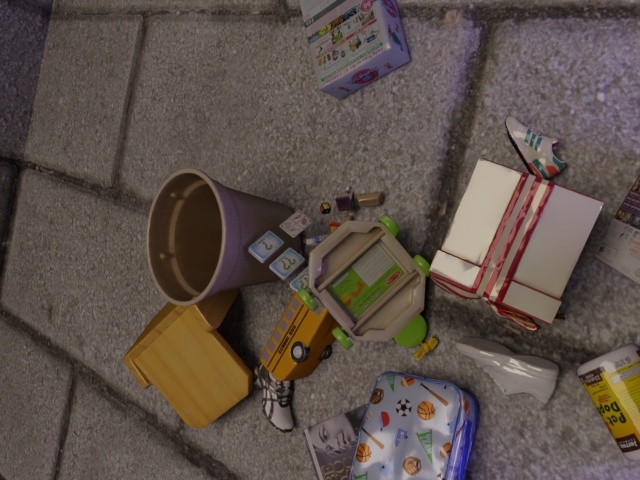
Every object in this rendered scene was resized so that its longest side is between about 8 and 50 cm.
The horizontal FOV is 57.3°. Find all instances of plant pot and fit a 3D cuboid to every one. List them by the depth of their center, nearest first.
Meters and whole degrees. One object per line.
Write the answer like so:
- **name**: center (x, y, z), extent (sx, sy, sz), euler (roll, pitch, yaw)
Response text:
- **plant pot**: center (-0.230, -0.004, 1.517), extent (0.334, 0.305, 0.333), euler (-2, 87, 43)

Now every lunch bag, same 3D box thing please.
- **lunch bag**: center (0.202, 0.440, 1.238), extent (0.243, 0.115, 0.303), euler (4, 71, 36)

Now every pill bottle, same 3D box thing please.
- **pill bottle**: center (0.551, 0.297, 1.015), extent (0.117, 0.117, 0.215), euler (-37, 65, 29)

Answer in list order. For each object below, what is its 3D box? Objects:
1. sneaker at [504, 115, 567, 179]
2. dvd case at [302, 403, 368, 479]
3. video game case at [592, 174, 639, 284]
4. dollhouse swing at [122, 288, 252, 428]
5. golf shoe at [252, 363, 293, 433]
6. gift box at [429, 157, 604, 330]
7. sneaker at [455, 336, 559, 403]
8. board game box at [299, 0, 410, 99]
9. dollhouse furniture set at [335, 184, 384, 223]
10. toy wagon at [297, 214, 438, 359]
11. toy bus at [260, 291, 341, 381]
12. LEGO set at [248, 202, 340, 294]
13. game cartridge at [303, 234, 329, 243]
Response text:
- **sneaker**: center (0.440, -0.197, 1.195), extent (0.075, 0.057, 0.161), euler (-29, 67, 15)
- **dvd case**: center (0.061, 0.514, 1.437), extent (0.221, 0.018, 0.164), euler (-32, 67, 31)
- **video game case**: center (0.580, -0.023, 0.981), extent (0.232, 0.042, 0.210), euler (-104, 37, -73)
- **dollhouse swing**: center (-0.339, 0.306, 1.722), extent (0.305, 0.315, 0.347), euler (42, 118, -11)
- **golf shoe**: center (-0.110, 0.405, 1.543), extent (0.094, 0.077, 0.198), euler (-40, 65, 28)
- **gift box**: center (0.371, 0.016, 1.106), extent (0.255, 0.276, 0.258), euler (25, 98, 23)
- **sneaker**: center (0.368, 0.266, 1.192), extent (0.212, 0.080, 0.094), euler (17, 108, 36)
- **board game box**: center (0.078, -0.546, 1.473), extent (0.224, 0.097, 0.303), euler (-21, 72, 36)
- **dollhouse furniture set**: center (0.105, -0.100, 1.466), extent (0.114, 0.091, 0.081), euler (-6, 39, 16)
- **toy wagon**: center (0.126, 0.123, 1.314), extent (0.267, 0.068, 0.344), euler (-41, 97, -7)
- **toy bus**: center (-0.018, 0.201, 1.472), extent (0.130, 0.108, 0.332), euler (40, 110, 35)
- **LEGO set**: center (-0.022, -0.001, 1.388), extent (0.182, 0.244, 0.060), euler (39, 145, 15)
- **game cartridge**: center (0.000, 0.000, 1.507), extent (0.083, 0.056, 0.017), euler (-11, 72, 37)
